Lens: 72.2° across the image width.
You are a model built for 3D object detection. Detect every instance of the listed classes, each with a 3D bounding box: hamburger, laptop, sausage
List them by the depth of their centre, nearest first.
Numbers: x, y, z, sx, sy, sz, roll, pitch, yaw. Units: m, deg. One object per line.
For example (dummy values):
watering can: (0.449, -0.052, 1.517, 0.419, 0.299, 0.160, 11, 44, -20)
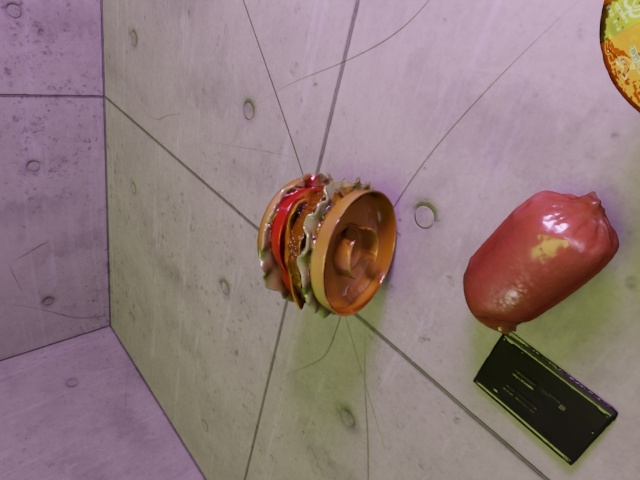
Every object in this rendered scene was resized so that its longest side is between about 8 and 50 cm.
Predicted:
sausage: (0.301, 0.033, 0.634, 0.148, 0.148, 0.254, 55, 136, 21)
laptop: (0.361, 0.258, 0.731, 0.197, 0.016, 0.135, 39, 127, 33)
hamburger: (0.000, 0.000, 0.858, 0.212, 0.274, 0.275, 17, 114, 36)

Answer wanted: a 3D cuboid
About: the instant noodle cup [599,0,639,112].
instant noodle cup: (0.413, -0.213, 0.402, 0.230, 0.182, 0.231, 17, 114, 44)
